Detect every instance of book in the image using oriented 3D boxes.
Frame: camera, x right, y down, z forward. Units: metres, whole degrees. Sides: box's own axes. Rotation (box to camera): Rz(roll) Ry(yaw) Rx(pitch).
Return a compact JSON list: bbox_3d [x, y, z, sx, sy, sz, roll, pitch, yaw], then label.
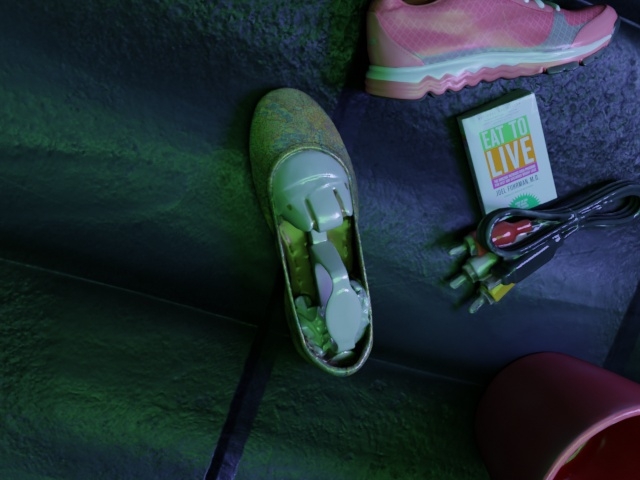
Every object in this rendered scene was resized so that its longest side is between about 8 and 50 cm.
[{"bbox_3d":[0.231,-0.103,1.097,0.096,0.035,0.144,-23,114,-6],"label":"book"}]

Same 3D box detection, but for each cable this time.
[{"bbox_3d":[0.287,-0.024,1.125,0.287,0.072,0.140,-32,125,-14],"label":"cable"}]

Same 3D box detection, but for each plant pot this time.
[{"bbox_3d":[0.332,0.278,1.125,0.274,0.243,0.275,-4,107,-15],"label":"plant pot"}]

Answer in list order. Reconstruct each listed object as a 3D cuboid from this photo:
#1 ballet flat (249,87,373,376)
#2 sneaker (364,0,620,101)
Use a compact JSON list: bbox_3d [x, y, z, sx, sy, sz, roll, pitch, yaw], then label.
[{"bbox_3d":[0.000,0.000,1.016,0.123,0.123,0.349,-13,109,-12],"label":"ballet flat"},{"bbox_3d":[0.196,-0.249,0.996,0.313,0.116,0.136,-14,108,-11],"label":"sneaker"}]
